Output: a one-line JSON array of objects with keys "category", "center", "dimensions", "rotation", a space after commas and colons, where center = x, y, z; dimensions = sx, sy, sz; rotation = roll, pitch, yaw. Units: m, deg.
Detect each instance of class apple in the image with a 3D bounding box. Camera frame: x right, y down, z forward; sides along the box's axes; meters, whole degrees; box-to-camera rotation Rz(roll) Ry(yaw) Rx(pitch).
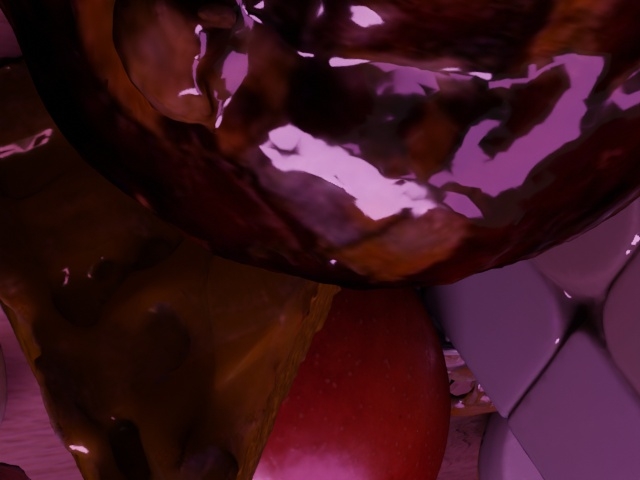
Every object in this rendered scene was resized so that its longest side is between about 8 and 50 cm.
[{"category": "apple", "center": [-0.037, 0.113, 0.831], "dimensions": [0.260, 0.217, 0.260], "rotation": [-5, 145, -4]}]

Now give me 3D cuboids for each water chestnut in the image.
[{"category": "water chestnut", "center": [0.052, -0.155, 0.479], "dimensions": [0.347, 0.335, 0.335], "rotation": [-22, 153, -52]}]

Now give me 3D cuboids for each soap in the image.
[{"category": "soap", "center": [0.000, 0.000, 0.642], "dimensions": [0.338, 0.304, 0.169], "rotation": [-26, 154, -15]}]

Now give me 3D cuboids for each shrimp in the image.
[{"category": "shrimp", "center": [0.123, 0.123, 1.144], "dimensions": [0.235, 0.053, 0.133], "rotation": [1, 143, -14]}]

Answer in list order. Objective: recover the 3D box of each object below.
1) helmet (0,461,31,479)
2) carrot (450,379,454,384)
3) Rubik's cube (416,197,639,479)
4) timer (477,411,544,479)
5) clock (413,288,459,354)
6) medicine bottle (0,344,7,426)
[{"category": "helmet", "center": [-0.291, 0.165, 0.802], "dimensions": [0.175, 0.106, 0.155], "rotation": [-26, 153, -19]}, {"category": "carrot", "center": [0.086, 0.148, 1.211], "dimensions": [0.069, 0.069, 0.229], "rotation": [9, 128, -52]}, {"category": "Rubik's cube", "center": [0.285, -0.052, 0.815], "dimensions": [0.346, 0.344, 0.347], "rotation": [-10, 142, -34]}, {"category": "timer", "center": [0.325, 0.289, 1.489], "dimensions": [0.285, 0.285, 0.285], "rotation": [-25, 151, -15]}, {"category": "clock", "center": [0.132, 0.045, 1.005], "dimensions": [0.236, 0.236, 0.053], "rotation": [-13, 101, -34]}, {"category": "medicine bottle", "center": [-0.354, 0.139, 0.582], "dimensions": [0.388, 0.219, 0.219], "rotation": [-41, 151, 16]}]
